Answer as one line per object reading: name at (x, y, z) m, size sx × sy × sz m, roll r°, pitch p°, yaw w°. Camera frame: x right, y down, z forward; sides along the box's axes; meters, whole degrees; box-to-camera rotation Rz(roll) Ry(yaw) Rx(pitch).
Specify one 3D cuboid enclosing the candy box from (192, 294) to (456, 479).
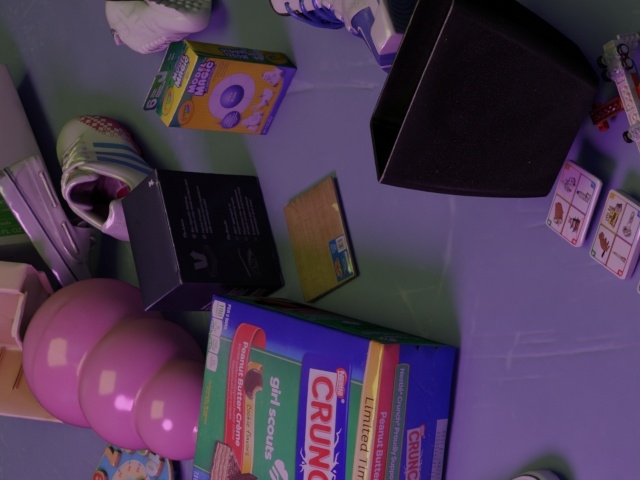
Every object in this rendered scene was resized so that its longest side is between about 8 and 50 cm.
candy box at (-0.005, 0.218, 1.578) m, size 0.317 × 0.122 × 0.268 m, roll 11°, pitch 97°, yaw 48°

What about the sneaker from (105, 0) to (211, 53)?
sneaker at (-0.220, -0.303, 1.903) m, size 0.235 × 0.090 × 0.095 m, roll 23°, pitch 119°, yaw 52°

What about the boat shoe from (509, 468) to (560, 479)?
boat shoe at (0.156, 0.330, 1.408) m, size 0.095 × 0.084 × 0.258 m, roll 56°, pitch 128°, yaw 36°

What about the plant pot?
plant pot at (0.161, -0.144, 1.333) m, size 0.187 × 0.167 × 0.188 m, roll -93°, pitch 22°, yaw -67°

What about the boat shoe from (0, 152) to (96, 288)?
boat shoe at (-0.370, -0.002, 2.004) m, size 0.267 × 0.088 × 0.096 m, roll 59°, pitch 170°, yaw -12°

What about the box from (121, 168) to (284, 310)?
box at (-0.149, 0.002, 1.731) m, size 0.093 × 0.158 × 0.156 m, roll -35°, pitch 62°, yaw 44°

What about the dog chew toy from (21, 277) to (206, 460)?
dog chew toy at (-0.244, 0.181, 1.818) m, size 0.332 × 0.206 × 0.206 m, roll 26°, pitch 108°, yaw 39°

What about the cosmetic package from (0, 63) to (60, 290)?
cosmetic package at (-0.541, -0.091, 2.157) m, size 0.365 × 0.197 × 0.155 m, roll 63°, pitch 147°, yaw 28°

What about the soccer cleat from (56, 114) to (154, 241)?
soccer cleat at (-0.317, -0.098, 1.948) m, size 0.331 × 0.143 × 0.116 m, roll 37°, pitch 116°, yaw 45°

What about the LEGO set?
LEGO set at (0.314, -0.079, 1.284) m, size 0.182 × 0.060 × 0.244 m, roll 41°, pitch 130°, yaw 42°

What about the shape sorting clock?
shape sorting clock at (-0.270, 0.362, 1.927) m, size 0.206 × 0.040 × 0.206 m, roll -18°, pitch 63°, yaw 42°

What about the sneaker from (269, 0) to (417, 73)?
sneaker at (0.042, -0.282, 1.559) m, size 0.182 × 0.127 × 0.315 m, roll -52°, pitch 45°, yaw 40°

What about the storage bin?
storage bin at (-0.509, 0.135, 1.993) m, size 0.262 × 0.260 × 0.123 m, roll 5°, pitch 55°, yaw 12°

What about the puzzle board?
puzzle board at (0.000, 0.000, 1.668) m, size 0.096 × 0.011 × 0.128 m, roll -31°, pitch 66°, yaw 44°

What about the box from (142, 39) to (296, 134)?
box at (-0.125, -0.188, 1.695) m, size 0.043 × 0.179 × 0.105 m, roll 51°, pitch 126°, yaw 39°
